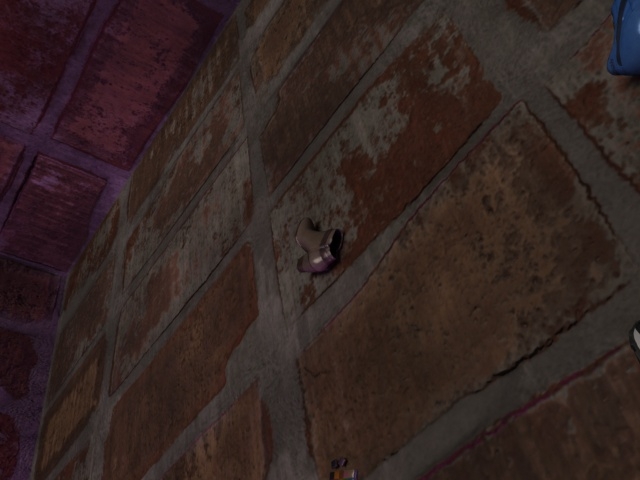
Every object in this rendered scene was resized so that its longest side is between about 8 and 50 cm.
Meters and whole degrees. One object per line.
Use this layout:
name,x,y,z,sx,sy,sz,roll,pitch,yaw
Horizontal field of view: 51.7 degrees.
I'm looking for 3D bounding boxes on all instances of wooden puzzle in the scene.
wooden puzzle,0.027,0.313,0.824,0.049,0.006,0.083,-29,46,48

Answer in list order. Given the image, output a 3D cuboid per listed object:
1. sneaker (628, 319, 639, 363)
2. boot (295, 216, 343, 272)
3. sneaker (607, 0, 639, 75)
sneaker,0.319,0.116,0.412,0.108,0.100,0.271,-51,33,-1
boot,0.000,0.000,1.067,0.087,0.042,0.118,-27,48,40
sneaker,0.334,-0.265,0.674,0.082,0.069,0.209,-10,61,60
